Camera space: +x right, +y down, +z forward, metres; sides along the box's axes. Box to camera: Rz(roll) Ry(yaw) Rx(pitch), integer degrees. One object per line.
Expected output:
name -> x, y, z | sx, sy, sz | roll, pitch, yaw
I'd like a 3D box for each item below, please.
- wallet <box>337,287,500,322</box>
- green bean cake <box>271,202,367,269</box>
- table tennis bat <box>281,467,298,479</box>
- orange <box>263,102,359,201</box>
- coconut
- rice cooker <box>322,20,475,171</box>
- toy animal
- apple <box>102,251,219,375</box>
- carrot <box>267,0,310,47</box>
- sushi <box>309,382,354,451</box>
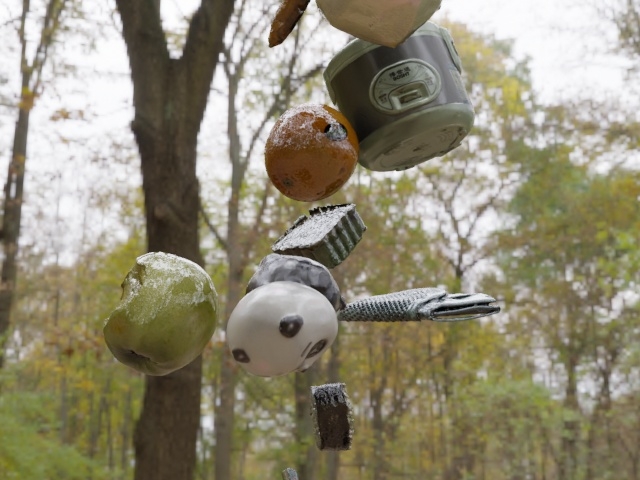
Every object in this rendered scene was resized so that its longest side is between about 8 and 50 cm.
wallet -> 0.209, 0.151, 2.224 | 0.237, 0.075, 0.342 | -5, 0, -37
green bean cake -> 0.000, 0.000, 2.295 | 0.173, 0.181, 0.094 | -7, -58, 45
table tennis bat -> -0.034, 0.555, 1.826 | 0.021, 0.274, 0.154 | -36, -45, 21
orange -> -0.019, -0.173, 1.920 | 0.206, 0.206, 0.206 | 0, -15, 0
coconut -> 0.113, -0.459, 1.725 | 0.230, 0.227, 0.227 | 19, -19, -8
rice cooker -> 0.168, -0.310, 2.043 | 0.288, 0.277, 0.288 | -17, -13, -4
toy animal -> -0.063, 0.136, 1.632 | 0.187, 0.165, 0.235 | -38, 14, 19
apple -> -0.358, 0.170, 2.177 | 0.279, 0.279, 0.279 | 0, -15, 0
carrot -> -0.023, -0.508, 1.849 | 0.066, 0.314, 0.066 | 29, 15, -9
sushi -> 0.023, 0.334, 1.812 | 0.078, 0.090, 0.150 | -8, -52, -7
